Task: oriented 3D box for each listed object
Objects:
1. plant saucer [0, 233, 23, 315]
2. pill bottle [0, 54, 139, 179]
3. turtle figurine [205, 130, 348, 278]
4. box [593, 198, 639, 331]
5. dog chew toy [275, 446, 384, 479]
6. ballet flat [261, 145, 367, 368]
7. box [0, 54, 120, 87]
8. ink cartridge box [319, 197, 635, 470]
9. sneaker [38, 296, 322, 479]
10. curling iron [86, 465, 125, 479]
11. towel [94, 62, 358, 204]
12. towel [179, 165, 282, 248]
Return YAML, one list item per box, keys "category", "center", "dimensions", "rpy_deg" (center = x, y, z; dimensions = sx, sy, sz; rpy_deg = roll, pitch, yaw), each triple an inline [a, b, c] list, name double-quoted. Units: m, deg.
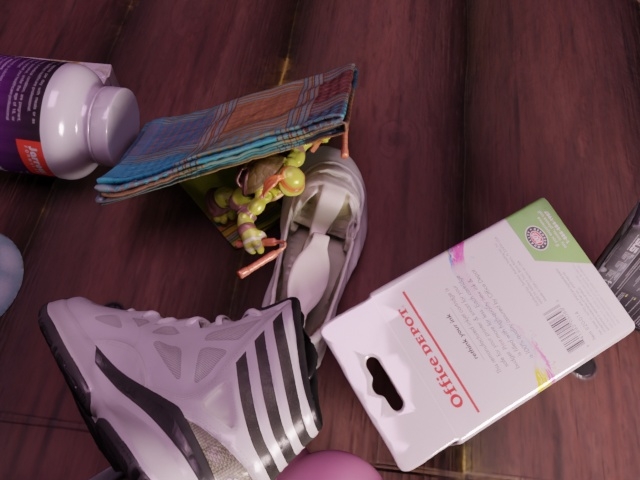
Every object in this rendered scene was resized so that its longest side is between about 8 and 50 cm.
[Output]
- category: "plant saucer"
  center: [-0.541, 0.054, 0.974]
  dimensions: [0.195, 0.037, 0.195]
  rpy_deg: [0, 59, 0]
- category: "pill bottle"
  center: [-0.462, -0.195, 1.042]
  dimensions: [0.322, 0.181, 0.182]
  rpy_deg: [8, 59, 6]
- category: "turtle figurine"
  center: [-0.086, -0.069, 0.924]
  dimensions: [0.087, 0.217, 0.269]
  rpy_deg: [39, 69, -26]
- category: "box"
  center: [0.453, 0.052, 0.845]
  dimensions: [0.183, 0.231, 0.056]
  rpy_deg: [24, 65, 16]
- category: "dog chew toy"
  center: [0.017, 0.324, 0.709]
  dimensions: [0.331, 0.207, 0.206]
  rpy_deg: [28, 62, 25]
- category: "ballet flat"
  center: [0.000, 0.000, 0.941]
  dimensions: [0.139, 0.139, 0.400]
  rpy_deg: [10, 59, 7]
- category: "box"
  center: [-0.519, -0.280, 1.164]
  dimensions: [0.324, 0.067, 0.063]
  rpy_deg: [6, 58, 6]
- category: "ink cartridge box"
  center: [0.188, 0.122, 0.850]
  dimensions: [0.353, 0.119, 0.207]
  rpy_deg: [-27, 75, -16]
- category: "sneaker"
  center: [-0.155, 0.151, 0.794]
  dimensions: [0.257, 0.169, 0.447]
  rpy_deg: [-28, 33, -26]
- category: "curling iron"
  center: [-0.337, 0.343, 0.783]
  dimensions: [0.274, 0.068, 0.035]
  rpy_deg: [-37, 63, -26]
- category: "towel"
  center: [-0.129, -0.169, 0.982]
  dimensions: [0.370, 0.040, 0.271]
  rpy_deg: [-14, 28, 14]
- category: "towel"
  center: [-0.162, -0.092, 1.068]
  dimensions: [0.102, 0.021, 0.237]
  rpy_deg: [-34, 63, -20]
